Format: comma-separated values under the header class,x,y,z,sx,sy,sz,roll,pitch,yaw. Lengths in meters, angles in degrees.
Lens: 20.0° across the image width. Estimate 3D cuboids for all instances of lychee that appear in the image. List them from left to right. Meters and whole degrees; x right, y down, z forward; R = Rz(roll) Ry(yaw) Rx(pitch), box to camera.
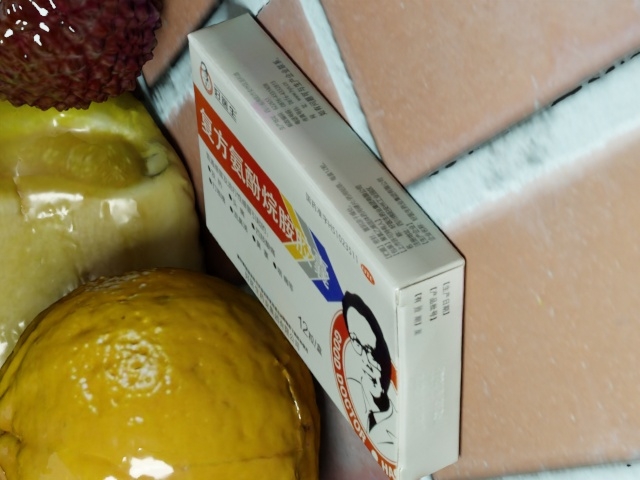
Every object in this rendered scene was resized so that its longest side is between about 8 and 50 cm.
class,x,y,z,sx,sy,sz,roll,pitch,yaw
lychee,-0.256,-0.228,1.659,0.271,0.271,0.271,54,156,38

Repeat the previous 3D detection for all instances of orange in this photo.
class,x,y,z,sx,sy,sz,roll,pitch,yaw
orange,-0.158,0.192,1.657,0.340,0.293,0.340,-178,90,-73

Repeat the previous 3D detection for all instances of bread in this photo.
class,x,y,z,sx,sy,sz,roll,pitch,yaw
bread,-0.297,0.013,1.876,0.250,0.361,0.394,-118,20,-65

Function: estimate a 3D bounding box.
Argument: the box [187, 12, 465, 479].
class,x,y,z,sx,sy,sz,roll,pitch,yaw
box,0.000,0.000,1.432,0.353,0.069,0.214,50,153,41
